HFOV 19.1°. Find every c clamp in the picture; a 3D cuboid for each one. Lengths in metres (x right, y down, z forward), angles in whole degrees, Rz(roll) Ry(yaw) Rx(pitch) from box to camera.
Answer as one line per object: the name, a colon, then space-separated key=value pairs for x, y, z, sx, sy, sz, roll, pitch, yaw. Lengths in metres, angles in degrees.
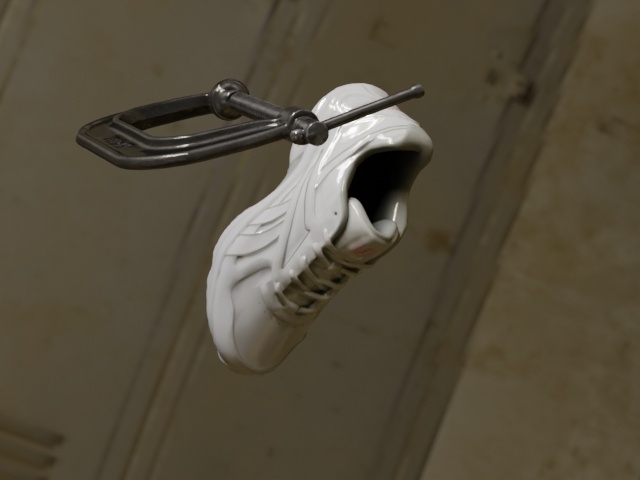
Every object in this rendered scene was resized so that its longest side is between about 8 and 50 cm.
c clamp: x=-0.045 y=-0.056 z=0.931 sx=0.161 sy=0.137 sz=0.022 roll=20 pitch=126 yaw=61

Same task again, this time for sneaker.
sneaker: x=0.000 y=0.000 z=1.361 sx=0.232 sy=0.090 sz=0.115 roll=-62 pitch=32 yaw=4
